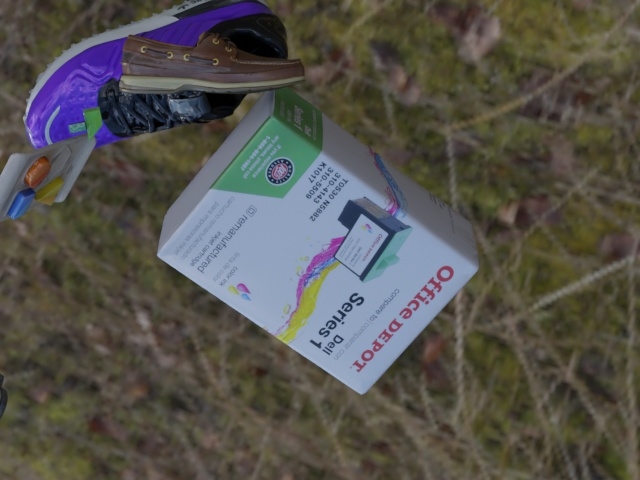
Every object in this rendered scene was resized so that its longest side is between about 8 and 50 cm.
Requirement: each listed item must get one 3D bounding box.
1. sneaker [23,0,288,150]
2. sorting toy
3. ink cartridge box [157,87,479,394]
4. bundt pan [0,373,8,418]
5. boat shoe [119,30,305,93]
[{"bbox_3d":[-0.163,-0.160,1.558,0.146,0.293,0.102,51,167,51],"label":"sneaker"},{"bbox_3d":[-0.153,-0.042,0.856,0.012,0.062,0.083,48,127,17],"label":"sorting toy"},{"bbox_3d":[0.000,0.000,1.600,0.278,0.117,0.201,35,110,-16],"label":"ink cartridge box"},{"bbox_3d":[-0.517,0.252,1.745,0.124,0.331,0.331,42,140,-23],"label":"bundt pan"},{"bbox_3d":[-0.103,-0.169,1.439,0.178,0.060,0.064,0,-174,-2],"label":"boat shoe"}]
